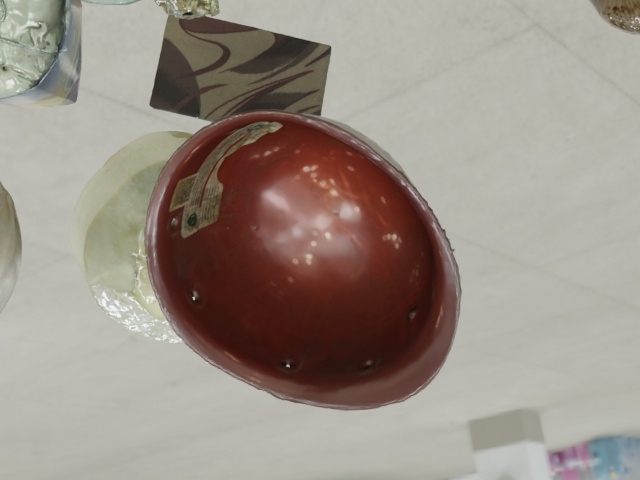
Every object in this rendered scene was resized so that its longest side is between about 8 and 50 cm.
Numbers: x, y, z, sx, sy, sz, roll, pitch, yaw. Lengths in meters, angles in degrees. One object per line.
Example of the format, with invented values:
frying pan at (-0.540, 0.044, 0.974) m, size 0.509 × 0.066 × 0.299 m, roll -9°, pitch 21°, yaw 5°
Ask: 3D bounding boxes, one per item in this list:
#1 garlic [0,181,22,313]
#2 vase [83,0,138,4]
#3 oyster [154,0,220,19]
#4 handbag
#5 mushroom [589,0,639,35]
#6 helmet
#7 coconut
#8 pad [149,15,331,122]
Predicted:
garlic at (-0.455, 0.074, 1.180) m, size 0.143 × 0.318 × 0.112 m, roll 25°, pitch 153°, yaw 19°
vase at (-0.227, -0.321, 0.871) m, size 0.245 × 0.245 × 0.291 m, roll -9°, pitch -163°, yaw 4°
oyster at (-0.172, -0.322, 1.191) m, size 0.133 × 0.072 × 0.209 m, roll 13°, pitch 177°, yaw -13°
handbag at (-0.205, -0.147, 0.643) m, size 0.095 × 0.117 × 0.173 m, roll -3°, pitch -174°, yaw -7°
mushroom at (0.494, -0.477, 1.497) m, size 0.356 × 0.331 × 0.334 m, roll -16°, pitch 171°, yaw -32°
helmet at (0.000, 0.000, 1.194) m, size 0.337 × 0.385 × 0.230 m, roll -58°, pitch 179°, yaw 23°
coconut at (-0.217, -0.006, 1.457) m, size 0.323 × 0.323 × 0.323 m, roll -7°, pitch 159°, yaw -3°
pad at (-0.150, -0.320, 1.901) m, size 0.330 × 0.220 × 0.004 m, roll 11°, pitch 162°, yaw -9°
